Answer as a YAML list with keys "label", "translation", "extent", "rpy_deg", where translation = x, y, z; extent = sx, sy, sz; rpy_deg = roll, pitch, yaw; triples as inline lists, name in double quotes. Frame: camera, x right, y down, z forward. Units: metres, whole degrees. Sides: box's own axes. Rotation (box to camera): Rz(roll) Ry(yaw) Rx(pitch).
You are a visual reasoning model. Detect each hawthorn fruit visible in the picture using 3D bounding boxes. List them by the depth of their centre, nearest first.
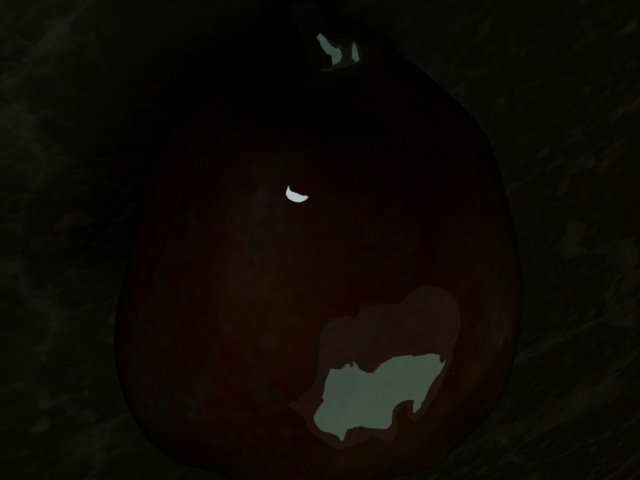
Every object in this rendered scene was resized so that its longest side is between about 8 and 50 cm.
- label: "hawthorn fruit"
  translation: [0.000, 0.019, 1.060]
  extent: [0.308, 0.324, 0.308]
  rpy_deg: [1, 174, 0]
